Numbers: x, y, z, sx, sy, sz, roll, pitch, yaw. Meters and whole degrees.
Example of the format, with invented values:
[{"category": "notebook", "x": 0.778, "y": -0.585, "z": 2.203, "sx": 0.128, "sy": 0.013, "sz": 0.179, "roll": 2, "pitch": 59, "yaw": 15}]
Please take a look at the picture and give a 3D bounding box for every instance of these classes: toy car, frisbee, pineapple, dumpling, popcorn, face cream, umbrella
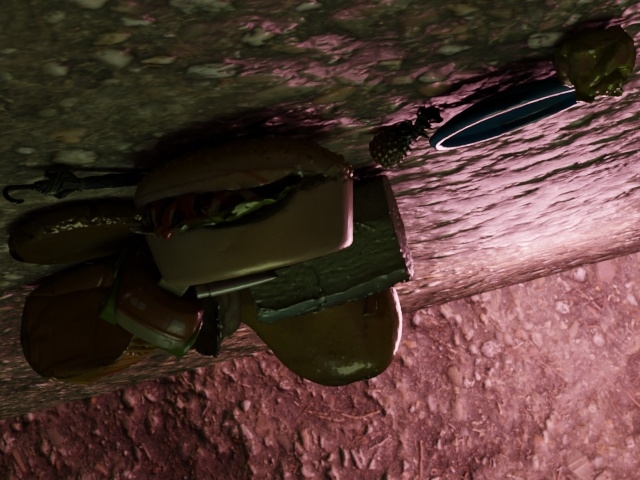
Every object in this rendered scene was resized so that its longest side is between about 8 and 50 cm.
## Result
[{"category": "toy car", "x": -0.214, "y": 0.034, "z": 1.848, "sx": 0.145, "sy": 0.235, "sz": 0.235, "roll": 29, "pitch": 155, "yaw": -14}, {"category": "frisbee", "x": 0.255, "y": -0.179, "z": 1.629, "sx": 0.242, "sy": 0.045, "sz": 0.242, "roll": -20, "pitch": 174, "yaw": -2}, {"category": "pineapple", "x": 0.116, "y": -0.148, "z": 1.659, "sx": 0.058, "sy": 0.058, "sz": 0.124, "roll": -4, "pitch": 152, "yaw": -39}, {"category": "dumpling", "x": -0.177, "y": 0.110, "z": 2.084, "sx": 0.086, "sy": 0.166, "sz": 0.332, "roll": -23, "pitch": 155, "yaw": -22}, {"category": "popcorn", "x": 0.334, "y": -0.213, "z": 1.473, "sx": 0.097, "sy": 0.089, "sz": 0.109, "roll": -23, "pitch": 166, "yaw": -5}, {"category": "face cream", "x": -0.114, "y": 0.057, "z": 1.667, "sx": 0.115, "sy": 0.020, "sz": 0.038, "roll": -14, "pitch": -167, "yaw": -9}, {"category": "umbrella", "x": -0.296, "y": -0.080, "z": 1.564, "sx": 0.269, "sy": 0.044, "sz": 0.044, "roll": -13, "pitch": 147, "yaw": -51}]

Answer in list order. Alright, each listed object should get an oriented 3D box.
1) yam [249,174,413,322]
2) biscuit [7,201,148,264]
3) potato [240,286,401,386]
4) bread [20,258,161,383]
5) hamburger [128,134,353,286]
[{"category": "yam", "x": 0.000, "y": 0.002, "z": 1.910, "sx": 0.271, "sy": 0.202, "sz": 0.201, "roll": -14, "pitch": -170, "yaw": -4}, {"category": "biscuit", "x": -0.349, "y": -0.011, "z": 1.792, "sx": 0.226, "sy": 0.042, "sz": 0.226, "roll": -13, "pitch": 167, "yaw": -3}, {"category": "potato", "x": -0.048, "y": 0.136, "z": 2.241, "sx": 0.397, "sy": 0.296, "sz": 0.290, "roll": -11, "pitch": 167, "yaw": -17}, {"category": "bread", "x": -0.368, "y": 0.142, "z": 2.119, "sx": 0.288, "sy": 0.204, "sz": 0.156, "roll": -25, "pitch": 158, "yaw": 30}, {"category": "hamburger", "x": -0.093, "y": -0.043, "z": 1.594, "sx": 0.302, "sy": 0.170, "sz": 0.302, "roll": -12, "pitch": -178, "yaw": 0}]
